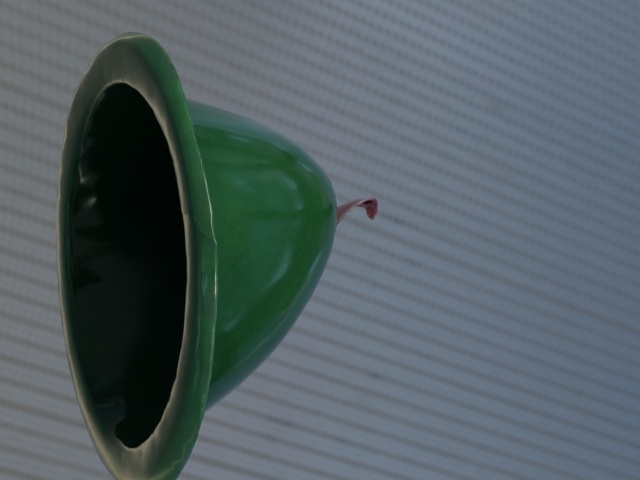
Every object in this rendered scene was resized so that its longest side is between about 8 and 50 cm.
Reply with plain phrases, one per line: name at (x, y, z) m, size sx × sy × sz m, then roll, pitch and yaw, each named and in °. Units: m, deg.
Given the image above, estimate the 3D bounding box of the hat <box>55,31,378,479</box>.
hat at (0.000, 0.000, 0.722) m, size 0.183 × 0.173 × 0.208 m, roll 0°, pitch 45°, yaw -25°
